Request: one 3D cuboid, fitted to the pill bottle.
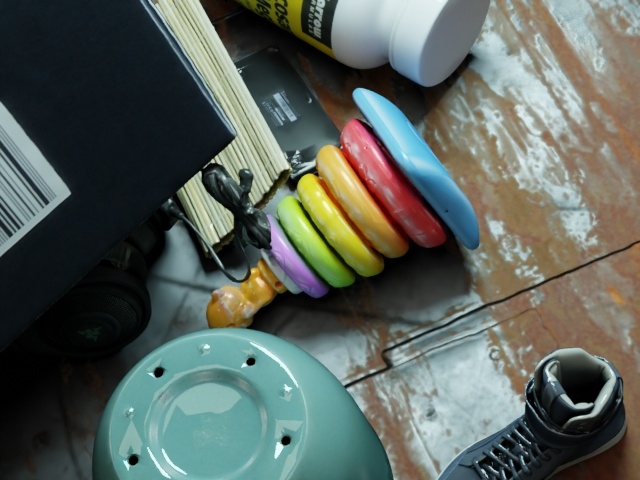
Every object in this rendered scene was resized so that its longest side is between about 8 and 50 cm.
[{"bbox_3d":[0.019,-0.312,1.742,0.334,0.188,0.188,32,72,22],"label":"pill bottle"}]

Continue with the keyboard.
[{"bbox_3d":[-0.055,-0.140,1.760,0.108,0.023,0.180,-27,61,-13],"label":"keyboard"}]

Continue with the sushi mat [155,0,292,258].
[{"bbox_3d":[-0.139,-0.142,1.716,0.151,0.019,0.316,-46,54,26],"label":"sushi mat"}]

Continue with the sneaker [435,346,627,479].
[{"bbox_3d":[0.194,0.190,1.473,0.226,0.163,0.086,-33,65,-7],"label":"sneaker"}]

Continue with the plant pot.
[{"bbox_3d":[-0.084,0.216,1.460,0.293,0.235,0.293,-3,62,7],"label":"plant pot"}]

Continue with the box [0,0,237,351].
[{"bbox_3d":[-0.428,-0.104,1.538,0.480,0.297,0.471,-43,35,-13],"label":"box"}]

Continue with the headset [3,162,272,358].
[{"bbox_3d":[-0.238,-0.009,1.618,0.394,0.185,0.243,-2,56,23],"label":"headset"}]

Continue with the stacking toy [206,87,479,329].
[{"bbox_3d":[0.000,0.000,1.623,0.302,0.175,0.166,-38,43,6],"label":"stacking toy"}]
